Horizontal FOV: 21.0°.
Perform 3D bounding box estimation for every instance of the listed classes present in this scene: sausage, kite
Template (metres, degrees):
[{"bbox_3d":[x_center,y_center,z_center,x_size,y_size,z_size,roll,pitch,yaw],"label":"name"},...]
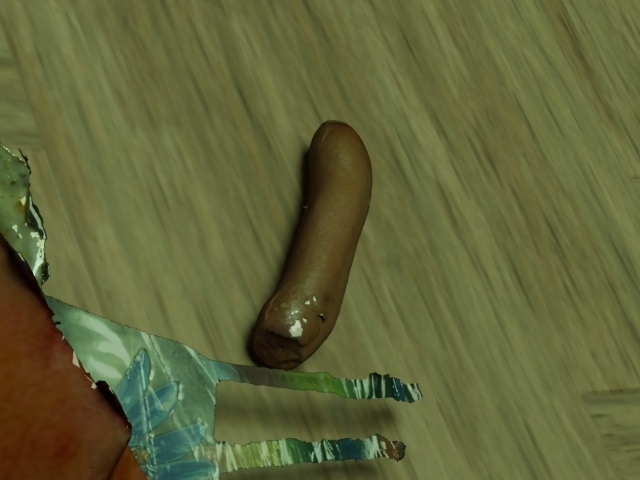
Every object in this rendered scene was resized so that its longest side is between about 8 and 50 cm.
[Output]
[{"bbox_3d":[0.000,0.000,0.956,0.043,0.043,0.186,34,41,-16],"label":"sausage"},{"bbox_3d":[-0.053,0.117,0.811,0.310,0.015,0.169,12,65,-40],"label":"kite"}]

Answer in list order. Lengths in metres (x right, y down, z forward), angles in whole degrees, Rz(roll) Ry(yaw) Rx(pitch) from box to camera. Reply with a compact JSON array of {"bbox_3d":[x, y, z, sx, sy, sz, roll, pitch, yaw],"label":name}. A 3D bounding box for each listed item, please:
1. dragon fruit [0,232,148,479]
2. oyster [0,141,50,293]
[{"bbox_3d":[-0.188,0.080,0.529,0.226,0.305,0.305,-38,85,-15],"label":"dragon fruit"},{"bbox_3d":[-0.170,0.004,0.780,0.103,0.051,0.148,-11,71,-43],"label":"oyster"}]
